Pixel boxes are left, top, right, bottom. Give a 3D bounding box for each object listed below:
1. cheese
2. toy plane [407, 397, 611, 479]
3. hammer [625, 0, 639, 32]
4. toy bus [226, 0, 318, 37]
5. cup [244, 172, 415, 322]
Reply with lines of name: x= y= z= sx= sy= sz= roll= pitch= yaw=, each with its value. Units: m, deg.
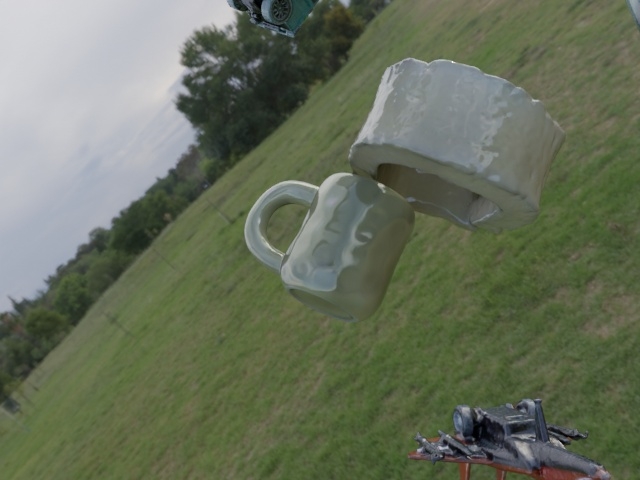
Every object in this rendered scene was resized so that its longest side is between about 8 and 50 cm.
cheese: x=0.202 y=-0.129 z=0.905 sx=0.332 sy=0.292 sz=0.153 roll=84 pitch=-151 yaw=-82
toy plane: x=0.133 y=0.136 z=0.384 sx=0.189 sy=0.130 sz=0.061 roll=109 pitch=158 yaw=-67
hammer: x=0.428 y=-0.261 z=0.657 sx=0.069 sy=0.193 sz=0.116 roll=-38 pitch=48 yaw=48
toy bus: x=-0.103 y=-0.443 z=0.843 sx=0.128 sy=0.256 sz=0.147 roll=33 pitch=84 yaw=37
cup: x=0.006 y=-0.003 z=0.928 sx=0.202 sy=0.255 sz=0.173 roll=-64 pitch=7 yaw=-16
